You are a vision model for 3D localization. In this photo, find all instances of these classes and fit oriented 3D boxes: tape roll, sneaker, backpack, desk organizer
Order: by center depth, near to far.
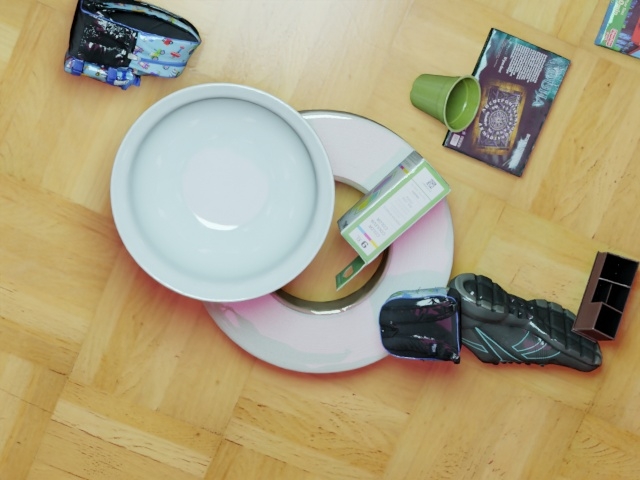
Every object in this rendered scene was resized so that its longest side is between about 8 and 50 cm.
[{"bbox_3d":[-0.259,-0.274,1.797,0.173,0.158,0.117,13,108,-16],"label":"backpack"},{"bbox_3d":[0.143,0.117,1.837,0.114,0.084,0.105,-1,103,11],"label":"backpack"},{"bbox_3d":[0.000,0.000,1.892,0.392,0.072,0.392,0,101,-2],"label":"tape roll"},{"bbox_3d":[0.421,0.082,1.905,0.047,0.050,0.130,26,75,-20],"label":"desk organizer"},{"bbox_3d":[0.292,0.137,1.930,0.267,0.101,0.106,25,124,-10],"label":"sneaker"}]

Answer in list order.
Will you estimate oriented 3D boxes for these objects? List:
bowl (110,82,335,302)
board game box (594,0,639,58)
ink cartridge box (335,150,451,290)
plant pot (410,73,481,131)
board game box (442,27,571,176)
[{"bbox_3d":[-0.131,-0.071,1.771,0.298,0.134,0.298,0,99,-2],"label":"bowl"},{"bbox_3d":[0.524,-0.325,1.871,0.211,0.039,0.160,18,99,-6],"label":"board game box"},{"bbox_3d":[0.080,-0.030,1.798,0.209,0.109,0.062,-42,98,5],"label":"ink cartridge box"},{"bbox_3d":[0.173,-0.205,1.853,0.083,0.079,0.083,-24,126,-39],"label":"plant pot"},{"bbox_3d":[0.271,-0.200,1.889,0.126,0.026,0.186,22,98,-6],"label":"board game box"}]
